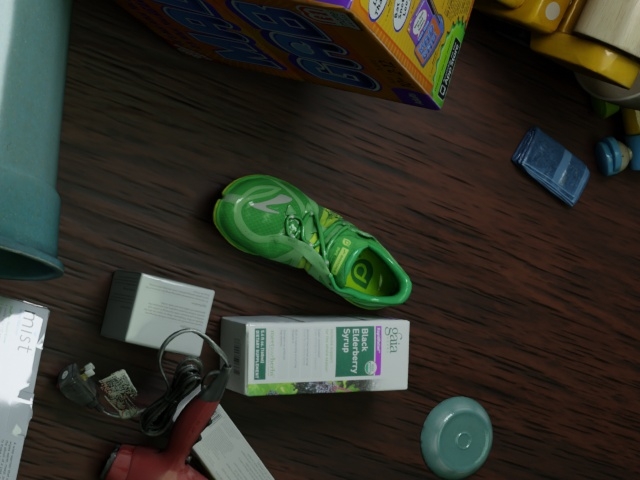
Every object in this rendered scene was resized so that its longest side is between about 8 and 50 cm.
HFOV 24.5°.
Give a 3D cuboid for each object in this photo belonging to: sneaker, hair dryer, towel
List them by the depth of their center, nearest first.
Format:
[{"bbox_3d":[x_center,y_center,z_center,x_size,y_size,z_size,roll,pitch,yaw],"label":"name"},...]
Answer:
[{"bbox_3d":[-0.177,0.255,1.785,0.293,0.224,0.080,62,29,-24],"label":"hair dryer"},{"bbox_3d":[0.000,0.000,1.895,0.295,0.123,0.109,27,81,-24],"label":"sneaker"},{"bbox_3d":[0.333,-0.106,2.107,0.119,0.029,0.067,35,77,-24],"label":"towel"}]

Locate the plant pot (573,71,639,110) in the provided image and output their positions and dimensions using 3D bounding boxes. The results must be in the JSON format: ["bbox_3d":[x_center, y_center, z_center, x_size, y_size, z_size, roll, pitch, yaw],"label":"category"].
[{"bbox_3d":[0.502,-0.288,1.988,0.191,0.284,0.284,21,84,-30],"label":"plant pot"}]

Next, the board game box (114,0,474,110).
[{"bbox_3d":[-0.022,-0.394,1.652,0.356,0.356,0.356,32,74,-68],"label":"board game box"}]

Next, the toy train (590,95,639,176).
[{"bbox_3d":[0.455,-0.219,2.131,0.143,0.105,0.248,-14,99,-12],"label":"toy train"}]

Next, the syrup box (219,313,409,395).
[{"bbox_3d":[-0.006,0.147,1.917,0.237,0.096,0.093,1,92,-25],"label":"syrup box"}]

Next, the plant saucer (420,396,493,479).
[{"bbox_3d":[0.197,0.279,2.066,0.119,0.021,0.119,-2,94,-27],"label":"plant saucer"}]

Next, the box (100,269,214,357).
[{"bbox_3d":[-0.201,0.089,1.813,0.101,0.102,0.087,15,84,-27],"label":"box"}]

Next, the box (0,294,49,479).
[{"bbox_3d":[-0.447,0.178,1.641,0.231,0.127,0.262,18,65,-27],"label":"box"}]

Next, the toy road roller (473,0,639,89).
[{"bbox_3d":[0.297,-0.349,1.909,0.241,0.329,0.202,20,98,-34],"label":"toy road roller"}]

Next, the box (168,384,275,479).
[{"bbox_3d":[-0.094,0.322,1.901,0.067,0.063,0.324,-41,109,-17],"label":"box"}]

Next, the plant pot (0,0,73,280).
[{"bbox_3d":[-0.416,-0.151,1.586,0.341,0.341,0.334,14,79,-26],"label":"plant pot"}]
